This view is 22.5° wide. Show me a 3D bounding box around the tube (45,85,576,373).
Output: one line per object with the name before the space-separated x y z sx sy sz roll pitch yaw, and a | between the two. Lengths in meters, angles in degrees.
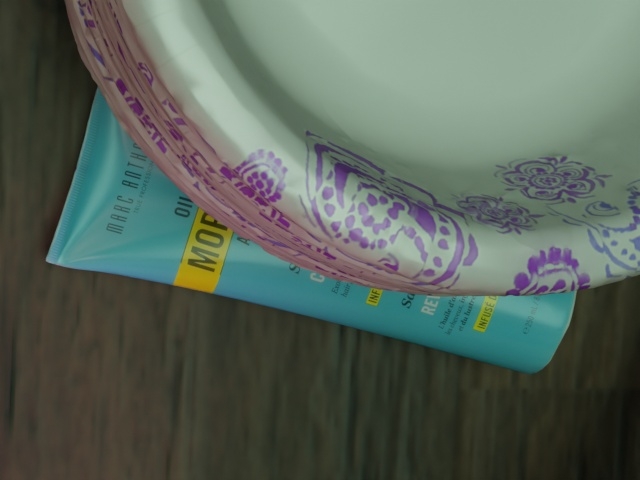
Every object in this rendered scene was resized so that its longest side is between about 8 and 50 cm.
tube | 0.000 0.000 0.650 0.207 0.052 0.080 17 79 -12

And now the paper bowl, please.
paper bowl | 0.045 -0.120 0.584 0.284 0.148 0.284 1 86 -18
